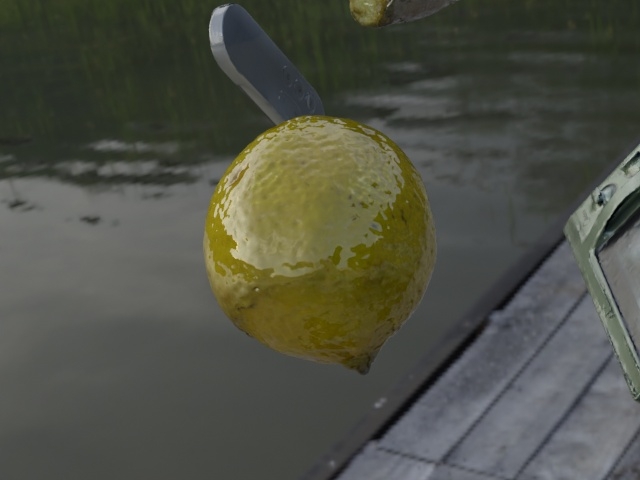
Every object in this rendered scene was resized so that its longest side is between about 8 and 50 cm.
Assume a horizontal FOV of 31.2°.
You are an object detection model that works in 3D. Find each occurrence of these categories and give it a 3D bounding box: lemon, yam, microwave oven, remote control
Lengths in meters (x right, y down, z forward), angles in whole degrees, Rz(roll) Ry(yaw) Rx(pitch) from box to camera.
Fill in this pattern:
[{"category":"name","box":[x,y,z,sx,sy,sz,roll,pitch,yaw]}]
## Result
[{"category":"lemon","box":[0.001,-0.006,1.131,0.228,0.228,0.253,-6,47,12]},{"category":"yam","box":[0.160,-0.312,1.362,0.081,0.081,0.356,10,22,39]},{"category":"microwave oven","box":[0.267,0.033,0.734,0.129,0.163,0.205,-51,20,24]},{"category":"remote control","box":[-0.055,-0.177,1.281,0.022,0.245,0.077,-7,63,25]}]
